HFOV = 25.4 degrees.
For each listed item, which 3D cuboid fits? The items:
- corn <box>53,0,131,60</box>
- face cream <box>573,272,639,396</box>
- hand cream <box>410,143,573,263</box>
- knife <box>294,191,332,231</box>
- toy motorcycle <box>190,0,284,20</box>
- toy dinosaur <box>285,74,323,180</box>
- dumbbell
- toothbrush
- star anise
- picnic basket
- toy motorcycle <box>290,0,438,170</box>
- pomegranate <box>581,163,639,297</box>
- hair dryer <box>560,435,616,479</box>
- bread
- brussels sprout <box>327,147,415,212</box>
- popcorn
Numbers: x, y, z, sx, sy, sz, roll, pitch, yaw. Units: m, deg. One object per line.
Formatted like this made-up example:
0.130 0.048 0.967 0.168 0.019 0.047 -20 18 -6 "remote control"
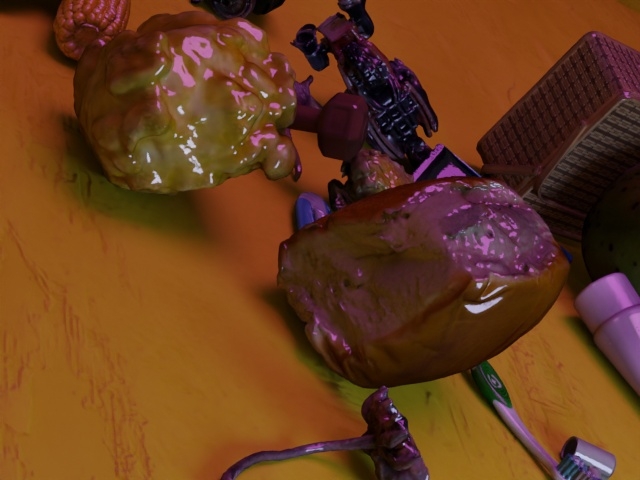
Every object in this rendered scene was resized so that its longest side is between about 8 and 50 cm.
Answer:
-0.303 -0.315 1.917 0.093 0.093 0.244 28 26 -16 "corn"
0.475 0.179 2.054 0.154 0.096 0.274 17 38 -57 "face cream"
0.252 -0.027 2.138 0.270 0.061 0.120 38 61 6 "hand cream"
0.000 0.000 1.820 0.064 0.031 0.222 31 25 -23 "knife"
-0.162 -0.462 2.316 0.275 0.127 0.205 40 28 2 "toy motorcycle"
-0.047 -0.197 2.068 0.200 0.072 0.251 49 15 2 "toy dinosaur"
-0.051 -0.169 1.899 0.231 0.092 0.082 12 -5 10 "dumbbell"
0.205 0.175 1.779 0.042 0.040 0.418 9 31 -50 "toothbrush"
0.005 0.238 1.430 0.227 0.218 0.148 -15 80 -10 "star anise"
0.440 -0.151 2.324 0.228 0.313 0.175 17 40 -37 "picnic basket"
0.063 -0.266 2.158 0.401 0.134 0.207 50 5 -42 "toy motorcycle"
0.566 0.045 2.219 0.285 0.285 0.340 -85 157 -62 "pomegranate"
0.329 0.296 1.724 0.063 0.038 0.124 27 33 -14 "hair dryer"
0.125 0.044 1.629 0.250 0.279 0.225 0 63 -52 "bread"
0.080 -0.058 1.952 0.139 0.100 0.181 43 14 5 "brussels sprout"
-0.156 -0.155 1.663 0.250 0.235 0.242 4 38 -21 "popcorn"
